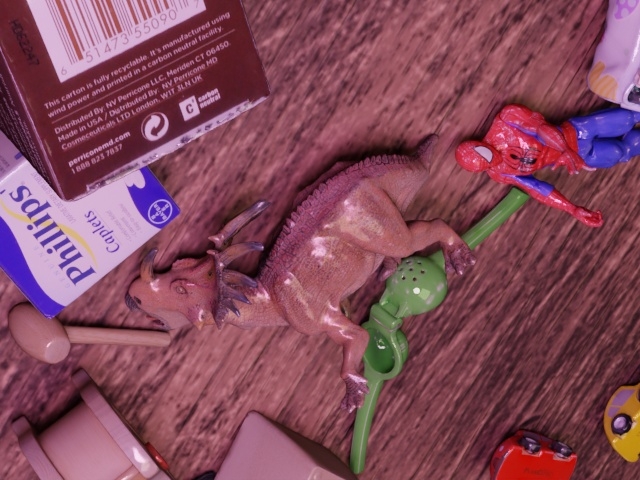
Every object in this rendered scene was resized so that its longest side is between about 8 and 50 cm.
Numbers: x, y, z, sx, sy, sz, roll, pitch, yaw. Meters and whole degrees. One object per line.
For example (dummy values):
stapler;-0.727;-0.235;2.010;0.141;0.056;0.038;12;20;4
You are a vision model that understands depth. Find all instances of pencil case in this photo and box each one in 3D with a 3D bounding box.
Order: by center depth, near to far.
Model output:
pencil case;0.312;-0.245;1.449;0.124;0.113;0.273;-18;125;-53

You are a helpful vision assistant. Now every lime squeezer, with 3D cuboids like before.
lime squeezer;0.078;0.075;1.521;0.310;0.059;0.110;-60;162;8

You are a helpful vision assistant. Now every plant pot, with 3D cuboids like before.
plant pot;-0.024;0.232;1.489;0.109;0.096;0.109;32;83;-37

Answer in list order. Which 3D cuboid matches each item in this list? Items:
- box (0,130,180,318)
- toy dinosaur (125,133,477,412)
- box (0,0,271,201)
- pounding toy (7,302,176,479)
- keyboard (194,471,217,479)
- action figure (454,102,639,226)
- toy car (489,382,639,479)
box;-0.201;-0.032;1.280;0.137;0.072;0.126;-40;127;-7
toy dinosaur;0.000;0.000;1.390;0.296;0.127;0.200;-49;121;-8
box;-0.166;-0.164;1.151;0.168;0.203;0.167;-29;125;-15
pounding toy;-0.149;0.167;1.360;0.155;0.154;0.269;-39;128;-8
keyboard;-0.154;0.293;1.505;0.180;0.023;0.108;-32;119;-12
action figure;0.258;-0.072;1.492;0.280;0.139;0.091;-7;130;-24
toy car;0.274;0.256;1.719;0.239;0.053;0.225;-20;123;-20
